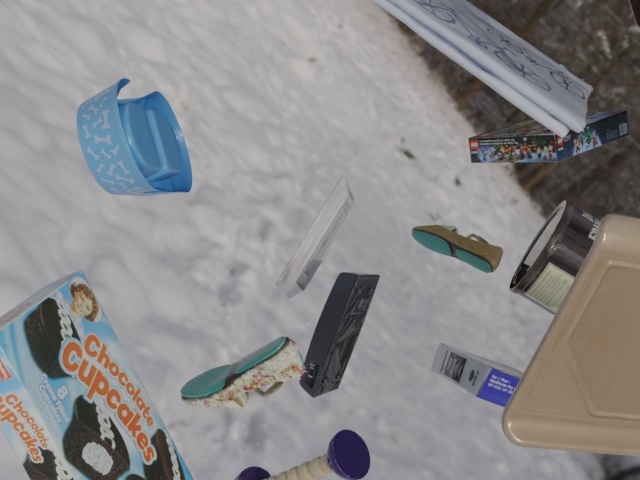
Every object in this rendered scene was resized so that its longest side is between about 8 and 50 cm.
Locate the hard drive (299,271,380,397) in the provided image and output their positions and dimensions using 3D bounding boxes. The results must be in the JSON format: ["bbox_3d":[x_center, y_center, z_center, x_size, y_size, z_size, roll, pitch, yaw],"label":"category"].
[{"bbox_3d":[0.037,0.180,1.855,0.054,0.255,0.172,22,5,18],"label":"hard drive"}]

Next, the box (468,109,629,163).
[{"bbox_3d":[0.374,-0.170,1.517,0.159,0.044,0.233,4,18,44],"label":"box"}]

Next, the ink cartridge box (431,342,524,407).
[{"bbox_3d":[0.322,0.253,1.639,0.165,0.065,0.332,20,-3,-9],"label":"ink cartridge box"}]

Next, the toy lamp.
[{"bbox_3d":[-0.046,0.346,1.353,0.080,0.274,0.080,27,47,-33],"label":"toy lamp"}]

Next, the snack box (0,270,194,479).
[{"bbox_3d":[-0.262,0.214,1.060,0.322,0.060,0.187,64,21,-11],"label":"snack box"}]

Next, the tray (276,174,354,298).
[{"bbox_3d":[0.000,0.000,1.960,0.030,0.270,0.145,29,-8,17],"label":"tray"}]

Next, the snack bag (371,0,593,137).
[{"bbox_3d":[0.235,-0.269,1.301,0.323,0.037,0.342,36,24,5],"label":"snack bag"}]

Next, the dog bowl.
[{"bbox_3d":[-0.274,-0.142,1.387,0.297,0.074,0.166,-13,87,-81],"label":"dog bowl"}]

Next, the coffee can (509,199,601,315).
[{"bbox_3d":[0.523,0.079,1.734,0.275,0.201,0.201,31,8,4],"label":"coffee can"}]

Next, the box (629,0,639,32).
[{"bbox_3d":[0.547,-0.290,1.255,0.381,0.143,0.191,65,-19,-11],"label":"box"}]

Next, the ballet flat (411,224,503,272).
[{"bbox_3d":[0.330,0.007,2.227,0.232,0.073,0.080,27,-27,26],"label":"ballet flat"}]

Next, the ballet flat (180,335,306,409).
[{"bbox_3d":[-0.125,0.234,1.523,0.077,0.241,0.091,54,29,-17],"label":"ballet flat"}]

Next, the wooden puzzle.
[{"bbox_3d":[0.300,0.094,0.869,0.221,0.239,0.044,9,25,-21],"label":"wooden puzzle"}]
